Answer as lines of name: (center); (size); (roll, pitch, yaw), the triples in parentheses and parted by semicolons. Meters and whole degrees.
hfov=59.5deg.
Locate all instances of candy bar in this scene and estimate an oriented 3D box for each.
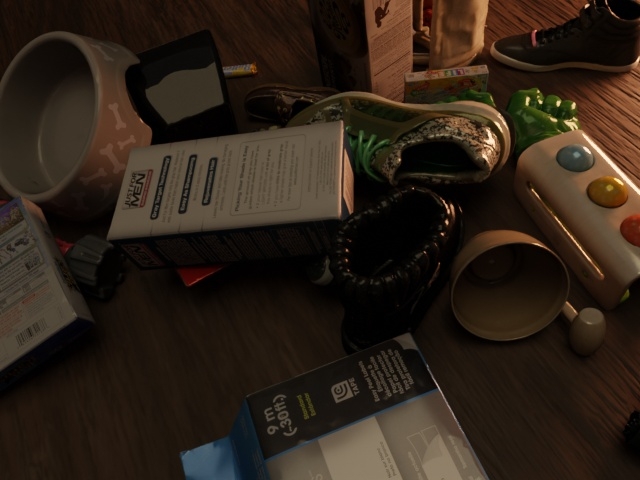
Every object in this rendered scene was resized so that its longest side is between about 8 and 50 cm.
candy bar: (-0.222, -0.383, 1.273); (0.162, 0.018, 0.040); (-4, 54, 5)

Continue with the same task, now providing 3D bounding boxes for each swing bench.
swing bench: (0.209, -0.487, 1.149); (0.255, 0.253, 0.165); (22, 60, 22)

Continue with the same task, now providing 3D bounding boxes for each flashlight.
flashlight: (-0.480, -0.001, 0.973); (0.304, 0.103, 0.103); (15, 54, 19)

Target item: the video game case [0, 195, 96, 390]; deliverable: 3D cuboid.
video game case: (-0.515, 0.103, 0.863); (0.270, 0.061, 0.244); (-35, 69, -2)

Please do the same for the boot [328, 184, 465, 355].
boot: (0.127, -0.006, 0.799); (0.131, 0.260, 0.348); (17, 57, 18)

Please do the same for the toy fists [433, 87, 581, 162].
toy fists: (0.331, -0.212, 1.030); (0.279, 0.096, 0.142); (0, 53, 9)

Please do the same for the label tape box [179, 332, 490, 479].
label tape box: (0.008, 0.296, 0.685); (0.348, 0.115, 0.249); (-19, 54, -9)

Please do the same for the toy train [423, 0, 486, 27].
toy train: (0.266, -0.573, 1.273); (0.248, 0.143, 0.105); (19, 59, 20)

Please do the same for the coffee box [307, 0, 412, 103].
coffee box: (0.079, -0.394, 1.069); (0.119, 0.297, 0.168); (-38, 59, -16)

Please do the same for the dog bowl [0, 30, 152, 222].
dog bowl: (-0.462, -0.210, 1.009); (0.349, 0.102, 0.348); (-4, 82, 28)

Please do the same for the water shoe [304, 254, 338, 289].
water shoe: (0.021, -0.013, 0.900); (0.073, 0.080, 0.203); (-24, 49, 43)

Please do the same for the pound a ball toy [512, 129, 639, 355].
pound a ball toy: (0.402, -0.015, 0.849); (0.208, 0.135, 0.319); (-19, 53, -7)

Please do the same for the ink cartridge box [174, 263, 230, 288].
ink cartridge box: (-0.208, -0.014, 0.960); (0.134, 0.078, 0.231); (-30, 56, -13)

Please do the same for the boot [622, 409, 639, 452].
boot: (0.524, 0.219, 0.685); (0.246, 0.094, 0.207); (-41, 63, -14)

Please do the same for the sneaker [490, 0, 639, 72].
sneaker: (0.503, -0.427, 1.134); (0.296, 0.147, 0.104); (6, 57, 13)

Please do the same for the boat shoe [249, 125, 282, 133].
boat shoe: (-0.129, -0.134, 1.045); (0.074, 0.080, 0.223); (5, 49, 18)

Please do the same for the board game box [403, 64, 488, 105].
board game box: (0.240, -0.282, 1.087); (0.154, 0.103, 0.026); (-5, 54, 4)

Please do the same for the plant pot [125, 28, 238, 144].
plant pot: (-0.257, -0.260, 1.097); (0.188, 0.188, 0.167); (-24, 65, -11)

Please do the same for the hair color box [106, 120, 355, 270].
hair color box: (-0.126, -0.063, 0.848); (0.347, 0.105, 0.173); (-4, 59, 13)

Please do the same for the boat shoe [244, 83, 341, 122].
boat shoe: (-0.056, -0.271, 1.135); (0.207, 0.073, 0.073); (-1, 52, 7)

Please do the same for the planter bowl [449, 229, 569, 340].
planter bowl: (0.262, 0.050, 0.821); (0.162, 0.162, 0.109); (-6, 27, 3)

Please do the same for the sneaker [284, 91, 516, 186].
sneaker: (0.105, -0.154, 0.926); (0.411, 0.158, 0.182); (2, 26, 19)
